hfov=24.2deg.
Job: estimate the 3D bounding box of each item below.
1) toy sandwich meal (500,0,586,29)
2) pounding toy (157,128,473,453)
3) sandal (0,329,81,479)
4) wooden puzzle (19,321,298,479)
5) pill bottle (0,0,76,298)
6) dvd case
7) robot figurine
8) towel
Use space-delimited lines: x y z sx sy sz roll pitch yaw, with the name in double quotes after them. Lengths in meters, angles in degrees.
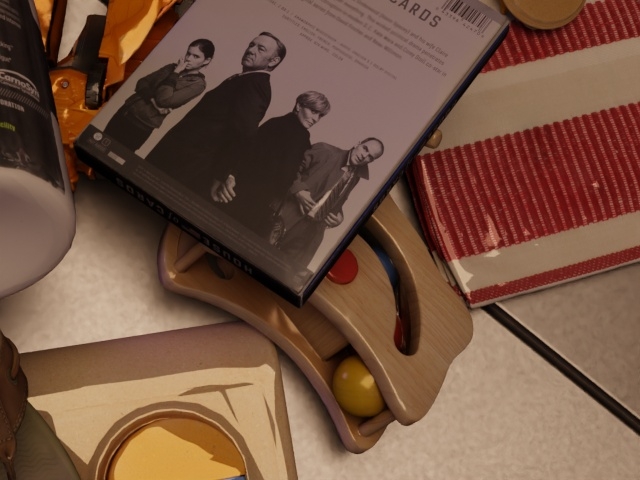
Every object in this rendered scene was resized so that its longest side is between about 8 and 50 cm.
0.162 -0.197 1.112 0.086 0.029 0.085 1 88 -20 "toy sandwich meal"
0.000 0.000 0.989 0.154 0.155 0.269 -29 83 -39 "pounding toy"
-0.237 0.077 0.896 0.120 0.086 0.302 -25 79 -31 "sandal"
-0.159 0.237 0.967 0.322 0.080 0.347 -8 79 -11 "wooden puzzle"
-0.229 -0.092 0.906 0.130 0.130 0.245 -8 54 -11 "pill bottle"
-0.016 -0.098 0.965 0.179 0.029 0.238 34 71 12 "dvd case"
-0.157 -0.163 1.044 0.211 0.085 0.291 6 76 6 "robot figurine"
0.158 -0.130 1.129 0.237 0.037 0.329 -15 82 -15 "towel"
